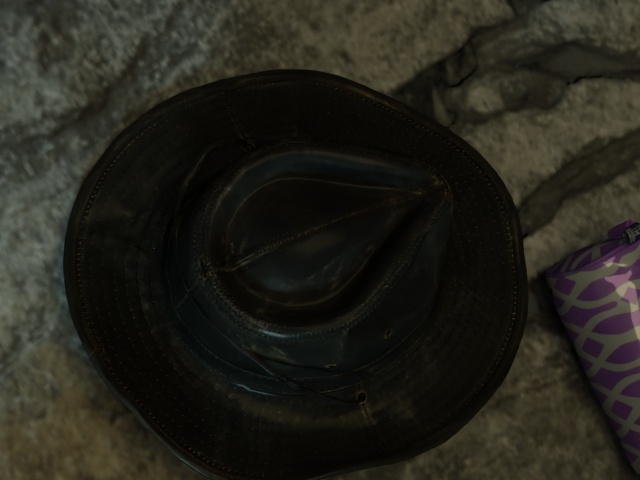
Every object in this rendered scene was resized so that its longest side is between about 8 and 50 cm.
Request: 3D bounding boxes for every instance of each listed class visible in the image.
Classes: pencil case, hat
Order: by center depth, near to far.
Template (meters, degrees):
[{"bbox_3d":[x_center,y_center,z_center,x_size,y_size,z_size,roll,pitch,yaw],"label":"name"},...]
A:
[{"bbox_3d":[0.000,0.000,1.248,0.331,0.134,0.331,5,67,-12],"label":"hat"},{"bbox_3d":[0.243,0.089,1.399,0.088,0.086,0.206,-31,100,-49],"label":"pencil case"}]
